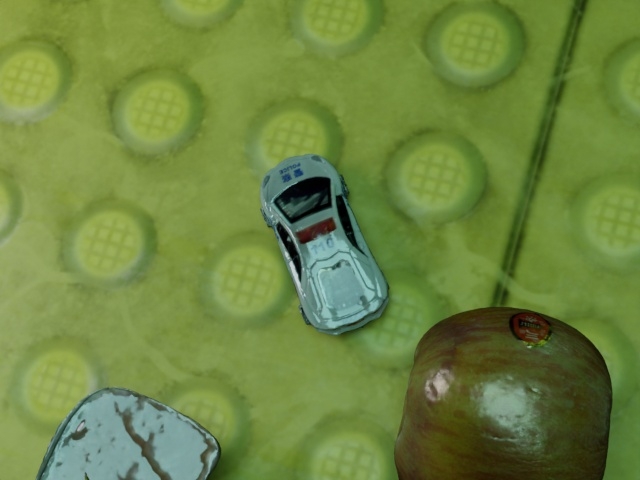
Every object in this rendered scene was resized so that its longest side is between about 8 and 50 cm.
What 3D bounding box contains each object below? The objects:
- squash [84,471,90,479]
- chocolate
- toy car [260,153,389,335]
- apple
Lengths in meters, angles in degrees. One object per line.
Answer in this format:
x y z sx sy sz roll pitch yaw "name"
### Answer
-0.081 0.276 1.185 0.169 0.093 0.252 -35 98 -10 "squash"
-0.206 0.274 1.268 0.156 0.080 0.254 24 83 8 "chocolate"
0.000 0.000 1.343 0.095 0.056 0.205 -23 71 2 "toy car"
0.165 0.164 1.182 0.187 0.211 0.211 8 73 3 "apple"
